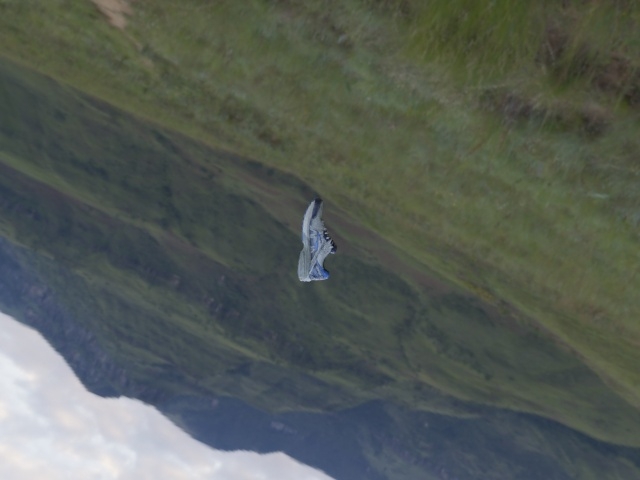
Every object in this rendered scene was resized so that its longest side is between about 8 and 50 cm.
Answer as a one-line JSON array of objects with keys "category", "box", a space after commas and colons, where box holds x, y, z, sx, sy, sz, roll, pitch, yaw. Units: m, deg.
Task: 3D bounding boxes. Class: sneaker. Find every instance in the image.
[{"category": "sneaker", "box": [0.000, 0.000, 1.077, 0.058, 0.135, 0.052, 6, -178, 7]}]
